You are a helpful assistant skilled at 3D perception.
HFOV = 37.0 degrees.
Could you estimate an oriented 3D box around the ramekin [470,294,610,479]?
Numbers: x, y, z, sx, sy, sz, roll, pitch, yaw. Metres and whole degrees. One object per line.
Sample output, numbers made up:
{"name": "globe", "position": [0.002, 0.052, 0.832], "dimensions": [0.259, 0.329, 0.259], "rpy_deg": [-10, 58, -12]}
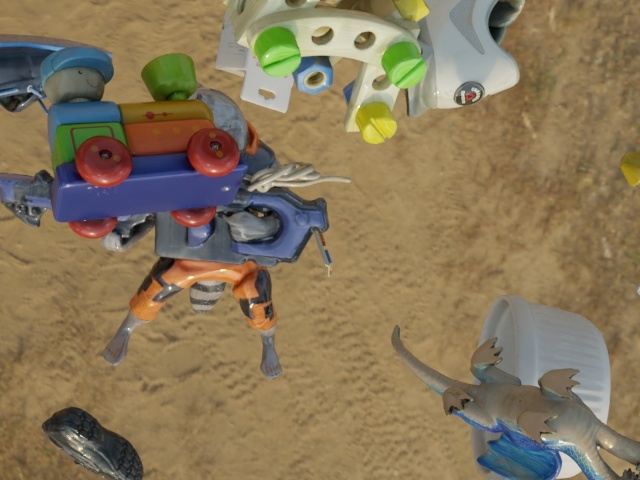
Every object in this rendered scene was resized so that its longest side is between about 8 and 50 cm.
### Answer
{"name": "ramekin", "position": [0.245, 0.169, 1.074], "dimensions": [0.109, 0.207, 0.207], "rpy_deg": [7, 101, -3]}

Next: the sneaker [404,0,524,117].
{"name": "sneaker", "position": [0.153, -0.286, 1.091], "dimensions": [0.122, 0.146, 0.331], "rpy_deg": [73, 11, -62]}

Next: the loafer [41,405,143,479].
{"name": "loafer", "position": [-0.401, 0.372, 1.701], "dimensions": [0.223, 0.078, 0.076], "rpy_deg": [50, 31, -35]}

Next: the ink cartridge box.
{"name": "ink cartridge box", "position": [-0.080, -0.272, 1.293], "dimensions": [0.104, 0.060, 0.180], "rpy_deg": [9, 93, -54]}

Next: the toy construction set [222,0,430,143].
{"name": "toy construction set", "position": [0.047, -0.231, 0.657], "dimensions": [0.215, 0.151, 0.328], "rpy_deg": [17, 116, -37]}

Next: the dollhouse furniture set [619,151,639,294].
{"name": "dollhouse furniture set", "position": [0.333, -0.051, 0.914], "dimensions": [0.198, 0.303, 0.286], "rpy_deg": [29, 64, -4]}

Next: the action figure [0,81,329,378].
{"name": "action figure", "position": [-0.162, -0.018, 1.032], "dimensions": [0.341, 0.178, 0.330], "rpy_deg": [13, 119, 2]}

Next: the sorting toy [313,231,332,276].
{"name": "sorting toy", "position": [0.000, 0.000, 1.202], "dimensions": [0.012, 0.062, 0.083], "rpy_deg": [-19, 75, 0]}

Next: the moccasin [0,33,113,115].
{"name": "moccasin", "position": [-0.481, -0.254, 1.469], "dimensions": [0.342, 0.137, 0.117], "rpy_deg": [-9, 113, -42]}

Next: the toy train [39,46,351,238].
{"name": "toy train", "position": [-0.108, -0.095, 0.808], "dimensions": [0.248, 0.105, 0.143], "rpy_deg": [-8, 66, -24]}

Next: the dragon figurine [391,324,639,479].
{"name": "dragon figurine", "position": [0.183, 0.166, 0.867], "dimensions": [0.085, 0.289, 0.144], "rpy_deg": [-57, 134, -23]}
